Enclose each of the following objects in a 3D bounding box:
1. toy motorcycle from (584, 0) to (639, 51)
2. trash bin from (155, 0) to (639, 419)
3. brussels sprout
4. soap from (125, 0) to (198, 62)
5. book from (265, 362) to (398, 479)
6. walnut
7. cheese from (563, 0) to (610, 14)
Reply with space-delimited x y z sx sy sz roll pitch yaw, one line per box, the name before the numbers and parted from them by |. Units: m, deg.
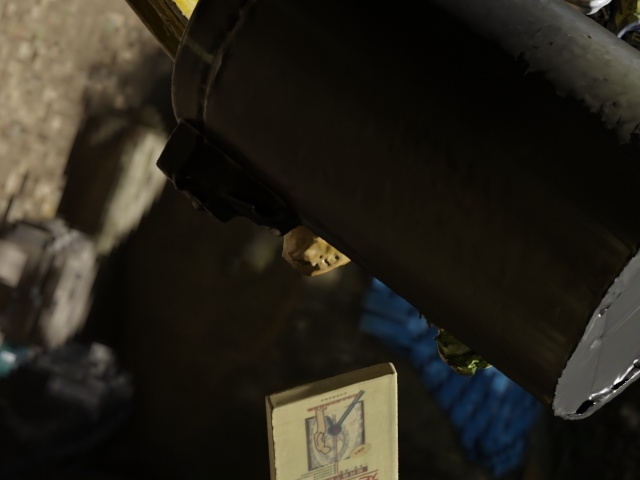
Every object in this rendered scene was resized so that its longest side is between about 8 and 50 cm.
toy motorcycle | 0.354 -0.286 2.237 0.061 0.124 0.193 56 33 -69
trash bin | 0.086 -0.055 1.094 0.252 0.301 0.203 -50 158 -6
brussels sprout | 0.115 0.063 1.455 0.058 0.085 0.085 24 84 -53
soap | -0.156 -0.298 2.001 0.073 0.232 0.140 -27 -163 41
book | 0.015 0.252 2.245 0.026 0.161 0.231 -119 -161 -45
walnut | 0.000 0.000 2.169 0.096 0.082 0.079 -23 150 -8
cheese | 0.305 -0.276 1.800 0.235 0.127 0.049 -43 148 -37
